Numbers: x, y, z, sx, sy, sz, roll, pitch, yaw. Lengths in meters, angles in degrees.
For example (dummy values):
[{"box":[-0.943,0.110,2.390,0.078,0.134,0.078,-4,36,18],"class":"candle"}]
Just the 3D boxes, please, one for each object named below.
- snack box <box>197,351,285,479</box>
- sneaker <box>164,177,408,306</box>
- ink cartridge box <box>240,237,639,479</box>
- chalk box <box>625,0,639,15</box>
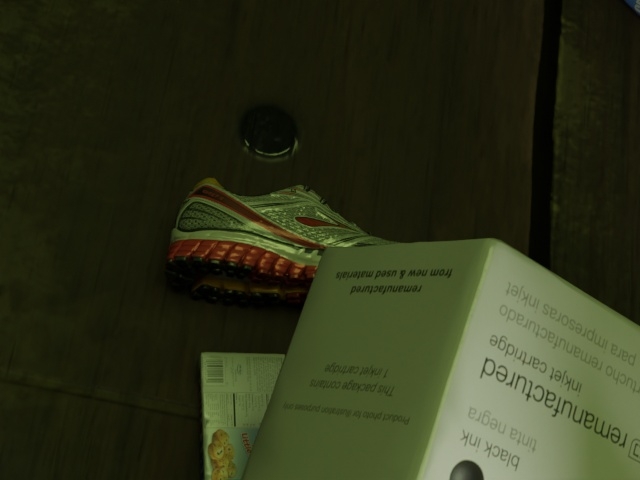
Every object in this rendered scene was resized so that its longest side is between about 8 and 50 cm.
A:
[{"box":[-0.053,0.166,0.964,0.064,0.022,0.178,3,63,-13],"class":"snack box"},{"box":[0.000,0.000,1.023,0.225,0.088,0.092,10,61,-9],"class":"sneaker"},{"box":[0.087,0.235,0.784,0.285,0.166,0.395,29,72,-30],"class":"ink cartridge box"},{"box":[0.342,-0.319,1.218,0.180,0.179,0.289,-35,76,-25],"class":"chalk box"}]
